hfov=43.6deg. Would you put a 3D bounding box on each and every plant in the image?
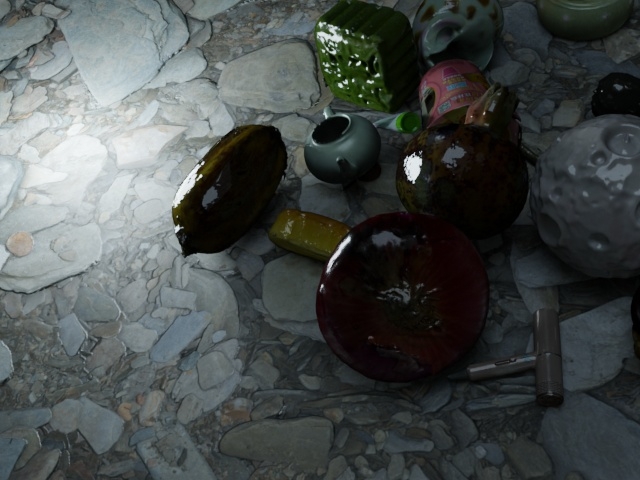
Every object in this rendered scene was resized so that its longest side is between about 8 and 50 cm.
[{"bbox_3d":[0.753,-0.310,1.831,0.256,0.164,0.141,17,62,8],"label":"plant"}]

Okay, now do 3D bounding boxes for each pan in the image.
[{"bbox_3d":[0.098,-0.162,1.969,0.115,0.023,0.068,-38,54,-15],"label":"pan"}]

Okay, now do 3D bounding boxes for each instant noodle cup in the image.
[{"bbox_3d":[0.332,-0.299,1.902,0.244,0.243,0.255,-11,45,6],"label":"instant noodle cup"}]

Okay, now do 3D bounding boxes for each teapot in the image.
[{"bbox_3d":[0.049,-0.231,1.948,0.193,0.129,0.294,-24,39,10],"label":"teapot"}]

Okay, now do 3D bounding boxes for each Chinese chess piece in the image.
[{"bbox_3d":[0.704,-0.644,2.133,0.251,0.101,0.250,-7,51,9],"label":"Chinese chess piece"}]

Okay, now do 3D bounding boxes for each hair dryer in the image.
[{"bbox_3d":[0.366,0.232,1.592,0.221,0.053,0.195,-5,51,19],"label":"hair dryer"}]

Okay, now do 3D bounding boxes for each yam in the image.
[{"bbox_3d":[0.487,-0.215,1.908,0.033,0.027,0.129,-38,55,-13],"label":"yam"}]

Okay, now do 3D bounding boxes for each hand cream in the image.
[{"bbox_3d":[0.187,-0.290,1.945,0.079,0.050,0.275,4,10,-9],"label":"hand cream"}]

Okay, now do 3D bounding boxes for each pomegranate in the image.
[{"bbox_3d":[0.320,-0.172,1.672,0.285,0.285,0.340,20,84,27],"label":"pomegranate"}]

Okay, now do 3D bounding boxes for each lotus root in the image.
[{"bbox_3d":[-0.214,-0.118,1.903,0.179,0.195,0.397,10,53,46],"label":"lotus root"}]

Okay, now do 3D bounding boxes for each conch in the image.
[{"bbox_3d":[0.367,-0.550,2.094,0.368,0.249,0.197,-27,17,-24],"label":"conch"}]

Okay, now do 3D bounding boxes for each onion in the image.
[{"bbox_3d":[0.160,0.107,1.611,0.348,0.285,0.347,0,96,2],"label":"onion"}]

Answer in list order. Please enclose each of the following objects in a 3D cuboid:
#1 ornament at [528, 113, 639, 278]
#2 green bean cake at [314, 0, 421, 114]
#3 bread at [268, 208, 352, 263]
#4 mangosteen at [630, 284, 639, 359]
[{"bbox_3d":[0.593,-0.097,1.609,0.337,0.337,0.337,-7,52,9],"label":"ornament"},{"bbox_3d":[0.118,-0.471,2.052,0.247,0.249,0.156,26,63,33],"label":"green bean cake"},{"bbox_3d":[0.000,0.000,1.826,0.246,0.102,0.094,18,67,27],"label":"bread"},{"bbox_3d":[0.672,0.147,1.486,0.210,0.209,0.209,-7,52,9],"label":"mangosteen"}]
